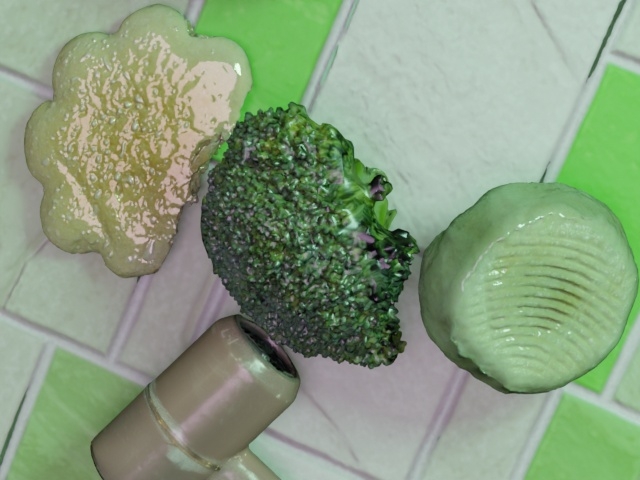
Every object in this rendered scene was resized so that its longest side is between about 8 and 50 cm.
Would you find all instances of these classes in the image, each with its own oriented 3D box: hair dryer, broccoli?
[{"bbox_3d":[-0.027,0.243,1.540,0.189,0.107,0.344,-44,99,10],"label":"hair dryer"},{"bbox_3d":[-0.001,0.003,1.453,0.226,0.198,0.176,24,66,-23],"label":"broccoli"}]

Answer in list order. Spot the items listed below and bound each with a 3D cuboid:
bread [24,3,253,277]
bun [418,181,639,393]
[{"bbox_3d":[-0.180,-0.096,1.530,0.182,0.039,0.250,29,102,3],"label":"bread"},{"bbox_3d":[0.172,0.035,1.443,0.195,0.118,0.195,-9,115,-20],"label":"bun"}]
